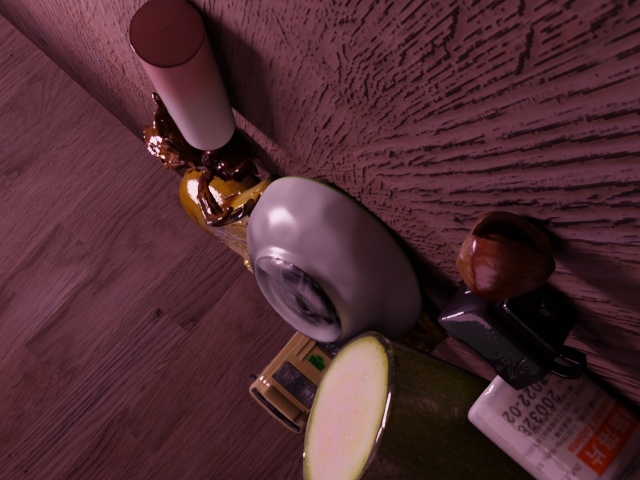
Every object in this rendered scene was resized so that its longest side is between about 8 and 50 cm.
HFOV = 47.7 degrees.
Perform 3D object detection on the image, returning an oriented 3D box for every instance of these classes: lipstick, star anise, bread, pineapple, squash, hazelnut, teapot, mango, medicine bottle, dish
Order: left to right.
[{"bbox_3d":[-0.173,-0.207,0.966,0.087,0.087,0.327,41,173,5],"label":"lipstick"},{"bbox_3d":[-0.199,-0.143,1.267,0.346,0.148,0.237,48,-179,38],"label":"star anise"},{"bbox_3d":[-0.164,-0.052,1.579,0.329,0.175,0.176,39,-145,19],"label":"mango"},{"bbox_3d":[-0.132,-0.024,1.403,0.186,0.114,0.236,29,140,15],"label":"pineapple"},{"bbox_3d":[-0.010,0.065,1.132,0.324,0.124,0.324,31,147,24],"label":"dish"},{"bbox_3d":[0.135,0.130,1.297,0.132,0.103,0.172,36,173,46],"label":"bread"},{"bbox_3d":[0.197,0.319,1.066,0.384,0.263,0.263,24,178,-17],"label":"squash"},{"bbox_3d":[0.159,0.014,0.617,0.086,0.086,0.086,41,173,6],"label":"hazelnut"},{"bbox_3d":[0.206,0.080,0.739,0.177,0.087,0.096,42,150,-6],"label":"teapot"},{"bbox_3d":[0.316,0.247,0.880,0.252,0.144,0.144,42,173,18],"label":"medicine bottle"}]

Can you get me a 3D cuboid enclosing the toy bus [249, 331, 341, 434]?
[{"bbox_3d":[0.011,0.238,1.566,0.177,0.365,0.202,40,170,5],"label":"toy bus"}]
